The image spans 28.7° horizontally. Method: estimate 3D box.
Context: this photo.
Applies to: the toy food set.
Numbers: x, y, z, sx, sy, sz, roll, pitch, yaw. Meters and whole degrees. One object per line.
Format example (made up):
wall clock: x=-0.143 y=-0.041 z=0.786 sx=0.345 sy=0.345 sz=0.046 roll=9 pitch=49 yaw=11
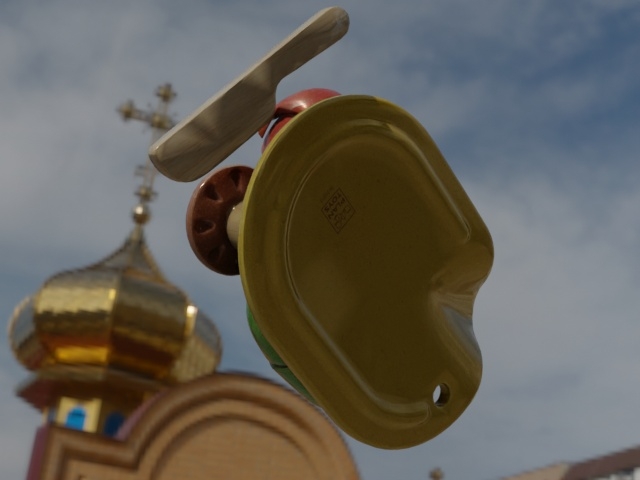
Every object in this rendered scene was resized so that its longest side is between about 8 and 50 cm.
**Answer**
toy food set: x=0.000 y=0.000 z=0.583 sx=0.071 sy=0.128 sz=0.218 roll=8 pitch=-39 yaw=49
